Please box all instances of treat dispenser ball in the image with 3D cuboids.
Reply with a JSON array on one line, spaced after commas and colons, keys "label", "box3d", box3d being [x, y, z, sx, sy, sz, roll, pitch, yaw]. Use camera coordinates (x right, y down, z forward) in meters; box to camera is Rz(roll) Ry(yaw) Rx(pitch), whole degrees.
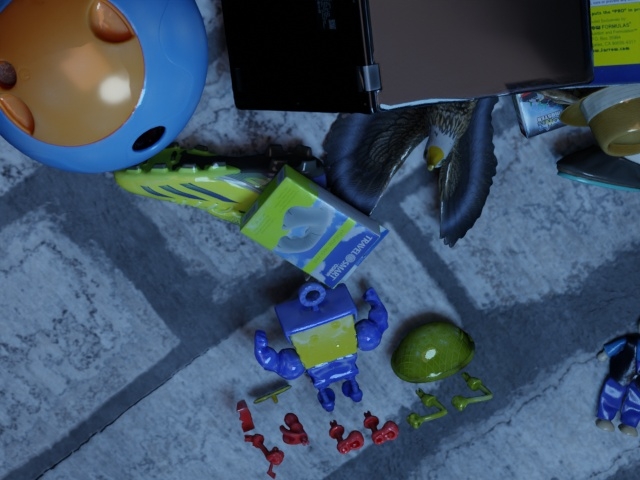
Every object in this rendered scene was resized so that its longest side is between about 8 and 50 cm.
[{"label": "treat dispenser ball", "box3d": [-0.280, -0.225, 1.491, 0.288, 0.288, 0.288, -3, 112, -6]}]

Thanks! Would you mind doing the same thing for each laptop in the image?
[{"label": "laptop", "box3d": [0.083, -0.360, 1.500, 0.236, 0.408, 0.381, -18, 107, -40]}]

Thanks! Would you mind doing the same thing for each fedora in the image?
[{"label": "fedora", "box3d": [0.413, -0.161, 1.632, 0.194, 0.194, 0.079, -13, 77, -2]}]

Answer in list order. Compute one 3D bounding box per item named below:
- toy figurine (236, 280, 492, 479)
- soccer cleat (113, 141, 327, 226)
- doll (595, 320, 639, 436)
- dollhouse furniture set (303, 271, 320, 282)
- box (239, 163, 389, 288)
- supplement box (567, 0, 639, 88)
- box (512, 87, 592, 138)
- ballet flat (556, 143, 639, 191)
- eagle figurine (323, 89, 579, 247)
[{"label": "toy figurine", "box3d": [0.040, 0.148, 1.724, 0.363, 0.191, 0.217, -18, 120, -3]}, {"label": "soccer cleat", "box3d": [-0.135, -0.066, 1.682, 0.289, 0.093, 0.121, 0, 118, -7]}, {"label": "doll", "box3d": [0.484, 0.204, 1.894, 0.129, 0.046, 0.189, 13, 104, -2]}, {"label": "dollhouse furniture set", "box3d": [0.000, 0.000, 1.730, 0.091, 0.081, 0.114, 35, 104, -19]}, {"label": "box", "box3d": [-0.006, -0.012, 1.655, 0.178, 0.042, 0.109, 32, 116, -20]}, {"label": "supplement box", "box3d": [0.381, -0.381, 1.501, 0.194, 0.195, 0.356, -24, 109, -42]}, {"label": "box", "box3d": [0.366, -0.228, 1.710, 0.207, 0.036, 0.114, -19, 113, 0]}, {"label": "ballet flat", "box3d": [0.461, -0.104, 1.750, 0.280, 0.095, 0.096, 14, 100, -23]}, {"label": "eagle figurine", "box3d": [0.158, -0.150, 1.658, 0.226, 0.225, 0.298, 51, 142, 15]}]
